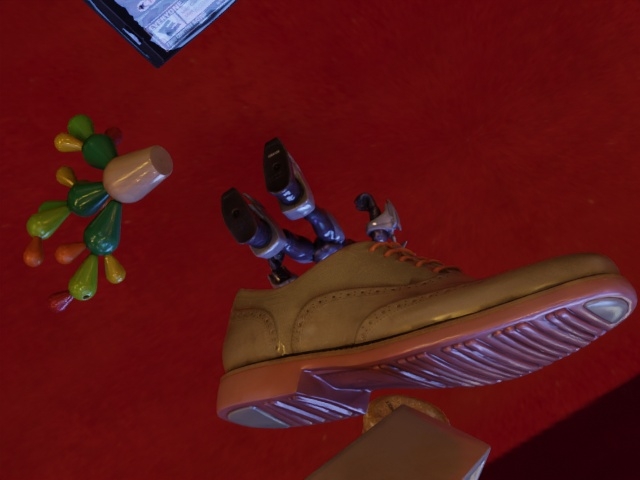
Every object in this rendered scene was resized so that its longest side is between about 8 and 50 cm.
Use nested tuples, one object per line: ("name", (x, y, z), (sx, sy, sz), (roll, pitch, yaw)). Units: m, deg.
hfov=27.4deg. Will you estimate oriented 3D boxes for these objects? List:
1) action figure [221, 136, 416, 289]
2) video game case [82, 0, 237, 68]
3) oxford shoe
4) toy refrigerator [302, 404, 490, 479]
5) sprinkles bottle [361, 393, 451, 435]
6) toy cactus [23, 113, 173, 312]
("action figure", (0.000, 0.000, 1.582), (0.185, 0.285, 0.099), (-37, 50, 9))
("video game case", (-0.066, -0.259, 0.808), (0.275, 0.248, 0.035), (-41, 59, 5))
("oxford shoe", (0.072, 0.054, 1.128), (0.397, 0.140, 0.146), (-16, 64, 27))
("toy refrigerator", (0.048, 0.213, 0.979), (0.094, 0.269, 0.102), (24, 102, 16))
("sprinkles bottle", (0.087, 0.387, 1.808), (0.121, 0.121, 0.355), (14, 117, 5))
("toy cactus", (-0.221, -0.042, 1.362), (0.180, 0.112, 0.219), (-23, 48, 34))
